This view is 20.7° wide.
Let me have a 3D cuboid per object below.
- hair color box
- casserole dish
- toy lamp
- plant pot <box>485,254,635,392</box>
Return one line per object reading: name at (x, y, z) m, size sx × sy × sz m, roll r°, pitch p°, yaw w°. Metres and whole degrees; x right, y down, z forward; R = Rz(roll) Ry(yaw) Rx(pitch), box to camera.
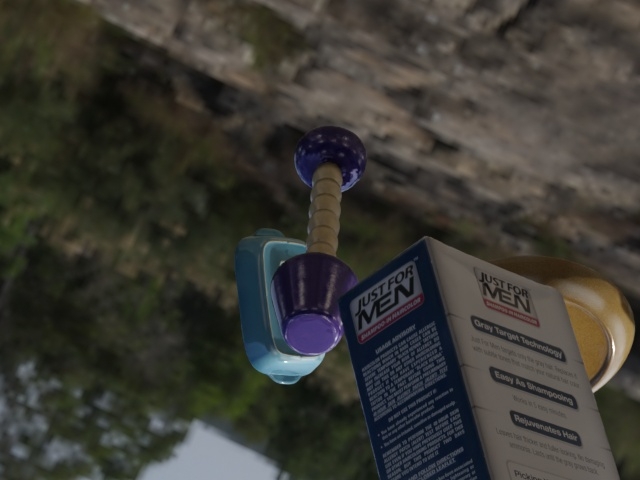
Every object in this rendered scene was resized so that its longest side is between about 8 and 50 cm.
hair color box at (0.138, 0.184, 1.319) m, size 0.105 × 0.347 × 0.174 m, roll -35°, pitch 141°, yaw 31°
casserole dish at (-0.041, 0.072, 2.047) m, size 0.114 × 0.188 × 0.037 m, roll 7°, pitch 159°, yaw -40°
toy lamp at (0.000, 0.000, 1.546) m, size 0.080 × 0.080 × 0.275 m, roll 26°, pitch -149°, yaw -12°
plant pot at (0.218, 0.111, 1.873) m, size 0.236 × 0.032 × 0.236 m, roll 2°, pitch 134°, yaw 2°
